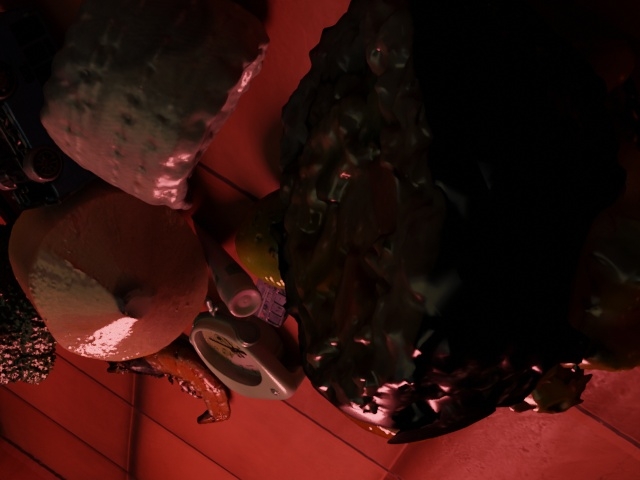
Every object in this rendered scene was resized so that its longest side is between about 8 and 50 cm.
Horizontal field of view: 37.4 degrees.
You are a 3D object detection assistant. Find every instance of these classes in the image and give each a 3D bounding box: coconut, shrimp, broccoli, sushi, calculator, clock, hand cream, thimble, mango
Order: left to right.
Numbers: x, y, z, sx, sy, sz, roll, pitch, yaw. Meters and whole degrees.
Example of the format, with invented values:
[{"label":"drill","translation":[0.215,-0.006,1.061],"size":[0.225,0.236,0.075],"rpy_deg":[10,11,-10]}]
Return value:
[{"label":"broccoli","translation":[-0.502,0.107,1.573],"size":[0.297,0.297,0.297],"rpy_deg":[12,177,34]},{"label":"calculator","translation":[-0.477,-0.068,1.530],"size":[0.190,0.034,0.126],"rpy_deg":[5,136,33]},{"label":"coconut","translation":[-0.277,0.035,1.243],"size":[0.244,0.239,0.239],"rpy_deg":[32,156,52]},{"label":"thimble","translation":[-0.162,-0.150,0.946],"size":[0.172,0.205,0.250],"rpy_deg":[32,132,-3]},{"label":"shrimp","translation":[-0.278,0.259,1.741],"size":[0.290,0.054,0.222],"rpy_deg":[1,134,39]},{"label":"hand cream","translation":[-0.132,0.036,1.268],"size":[0.174,0.047,0.076],"rpy_deg":[48,165,51]},{"label":"clock","translation":[-0.127,0.156,1.447],"size":[0.159,0.066,0.211],"rpy_deg":[-5,129,47]},{"label":"mango","translation":[0.000,0.000,1.076],"size":[0.233,0.111,0.125],"rpy_deg":[4,140,40]},{"label":"sushi","translation":[0.136,-0.026,0.731],"size":[0.285,0.328,0.329],"rpy_deg":[4,148,-19]}]

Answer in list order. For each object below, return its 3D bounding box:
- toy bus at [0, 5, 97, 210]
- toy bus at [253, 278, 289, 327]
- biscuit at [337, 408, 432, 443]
[{"label":"toy bus","translation":[-0.360,-0.166,1.156],"size":[0.116,0.133,0.234],"rpy_deg":[-4,118,46]},{"label":"toy bus","translation":[-0.056,0.058,1.267],"size":[0.065,0.047,0.166],"rpy_deg":[31,149,5]},{"label":"biscuit","translation":[0.077,0.187,1.287],"size":[0.220,0.066,0.220],"rpy_deg":[25,146,18]}]
